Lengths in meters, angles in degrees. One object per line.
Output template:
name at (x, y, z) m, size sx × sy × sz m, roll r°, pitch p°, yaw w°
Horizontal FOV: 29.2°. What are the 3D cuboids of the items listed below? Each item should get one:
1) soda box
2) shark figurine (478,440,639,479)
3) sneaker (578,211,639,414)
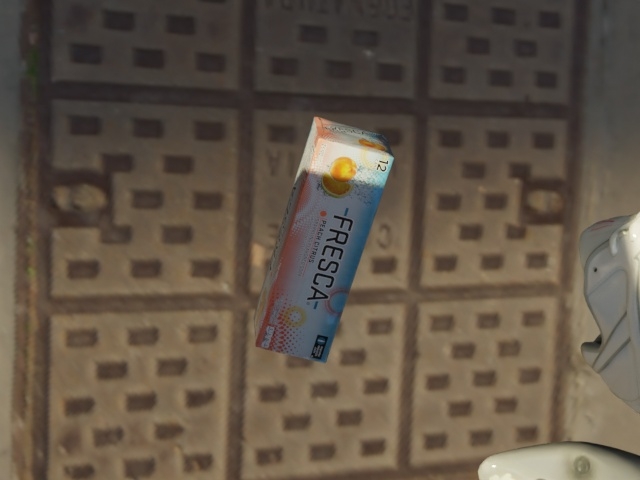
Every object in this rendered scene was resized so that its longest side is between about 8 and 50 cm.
soda box at (0.000, 0.000, 0.963) m, size 0.063 × 0.058 × 0.183 m, roll 14°, pitch 111°, yaw -10°
shark figurine at (0.131, 0.145, 0.529) m, size 0.166 × 0.278 × 0.116 m, roll 4°, pitch 51°, yaw 0°
sneaker at (0.191, 0.006, 0.655) m, size 0.090 × 0.115 × 0.232 m, roll -24°, pitch 137°, yaw -42°
